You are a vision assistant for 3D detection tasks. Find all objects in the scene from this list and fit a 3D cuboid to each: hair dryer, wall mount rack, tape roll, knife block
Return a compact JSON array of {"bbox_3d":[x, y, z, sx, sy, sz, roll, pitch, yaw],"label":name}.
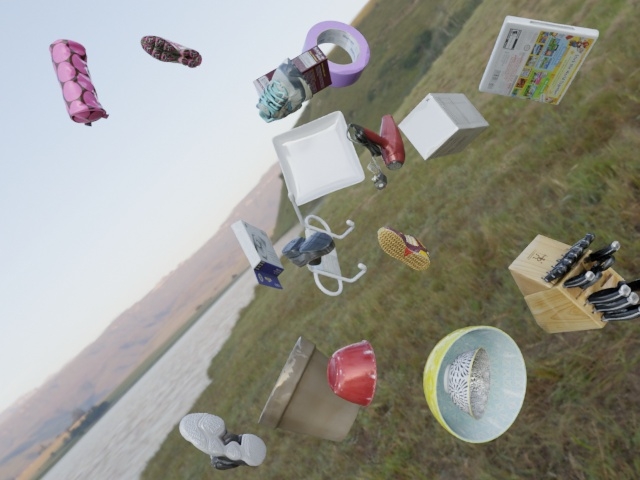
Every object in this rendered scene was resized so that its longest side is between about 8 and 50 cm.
[{"bbox_3d":[0.195,-0.317,1.701,0.080,0.223,0.293,-17,26,32],"label":"hair dryer"},{"bbox_3d":[0.000,0.000,1.785,0.130,0.304,0.350,-45,40,34],"label":"wall mount rack"},{"bbox_3d":[0.062,-0.777,2.234,0.275,0.275,0.090,-47,-3,-26],"label":"tape roll"},{"bbox_3d":[0.448,0.096,0.887,0.088,0.276,0.242,-45,36,-8],"label":"knife block"}]

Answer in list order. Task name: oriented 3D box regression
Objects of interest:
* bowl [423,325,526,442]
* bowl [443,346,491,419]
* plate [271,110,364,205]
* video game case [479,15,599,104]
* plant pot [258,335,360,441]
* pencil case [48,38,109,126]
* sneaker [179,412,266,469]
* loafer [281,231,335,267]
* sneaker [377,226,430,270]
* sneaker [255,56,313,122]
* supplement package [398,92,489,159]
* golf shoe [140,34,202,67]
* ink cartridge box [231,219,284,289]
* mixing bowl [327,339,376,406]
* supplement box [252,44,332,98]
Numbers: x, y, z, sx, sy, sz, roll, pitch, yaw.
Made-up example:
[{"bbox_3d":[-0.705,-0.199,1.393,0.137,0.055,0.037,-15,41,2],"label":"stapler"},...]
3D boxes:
[{"bbox_3d":[0.369,0.357,1.391,0.289,0.289,0.156,-46,16,-19],"label":"bowl"},{"bbox_3d":[0.347,0.338,1.292,0.080,0.170,0.170,0,33,35],"label":"bowl"},{"bbox_3d":[-0.008,-0.292,1.938,0.278,0.277,0.045,-20,-10,9],"label":"plate"},{"bbox_3d":[0.517,-0.429,1.299,0.227,0.206,0.026,91,-168,-63],"label":"video game case"},{"bbox_3d":[-0.015,0.528,1.815,0.323,0.280,0.323,-63,-3,-6],"label":"plant pot"},{"bbox_3d":[-0.611,-0.401,1.359,0.098,0.209,0.095,-15,-6,-38],"label":"pencil case"},{"bbox_3d":[-0.299,0.584,1.530,0.153,0.268,0.101,-39,28,41],"label":"sneaker"},{"bbox_3d":[-0.016,0.024,1.139,0.062,0.061,0.170,-48,19,-24],"label":"loafer"},{"bbox_3d":[0.238,0.012,1.554,0.069,0.185,0.084,-43,20,29],"label":"sneaker"},{"bbox_3d":[-0.103,-0.371,1.403,0.122,0.110,0.283,-38,1,-10],"label":"sneaker"},{"bbox_3d":[0.365,-0.338,1.578,0.244,0.139,0.134,-19,-20,-51],"label":"supplement package"},{"bbox_3d":[-0.462,-0.578,1.649,0.086,0.186,0.067,45,118,56],"label":"golf shoe"},{"bbox_3d":[-0.197,0.051,1.825,0.045,0.224,0.223,-30,-17,10],"label":"ink cartridge box"},{"bbox_3d":[0.078,0.369,1.496,0.181,0.098,0.181,-176,90,-75],"label":"mixing bowl"},{"bbox_3d":[-0.086,-0.509,1.731,0.239,0.073,0.130,-31,-24,-5],"label":"supplement box"}]
